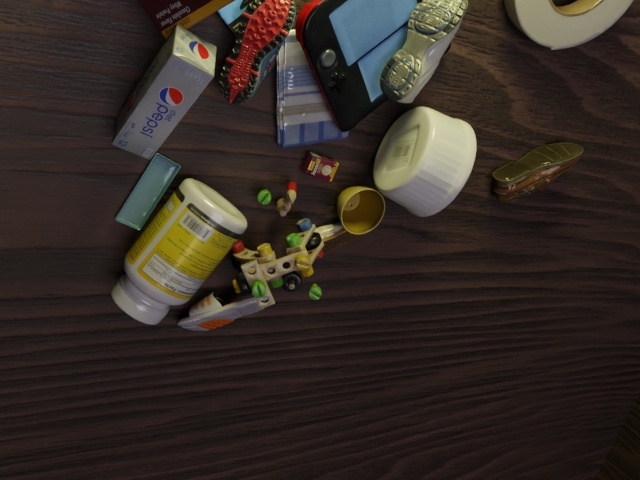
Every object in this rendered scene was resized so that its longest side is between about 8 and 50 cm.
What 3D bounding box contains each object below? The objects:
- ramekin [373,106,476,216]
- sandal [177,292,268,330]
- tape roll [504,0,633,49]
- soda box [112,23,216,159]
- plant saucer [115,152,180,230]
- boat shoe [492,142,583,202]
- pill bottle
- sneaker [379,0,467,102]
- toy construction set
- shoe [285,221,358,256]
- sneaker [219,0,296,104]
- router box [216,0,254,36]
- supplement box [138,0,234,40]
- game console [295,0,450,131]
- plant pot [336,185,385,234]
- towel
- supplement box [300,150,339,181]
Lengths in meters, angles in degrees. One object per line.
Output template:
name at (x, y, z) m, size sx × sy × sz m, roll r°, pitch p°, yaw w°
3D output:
ramekin at (0.260, -0.213, 1.452) m, size 0.135 × 0.277 × 0.277 m, roll 22°, pitch 105°, yaw -26°
sandal at (-0.261, 0.177, 1.508) m, size 0.265 × 0.076 × 0.102 m, roll -19°, pitch 152°, yaw 9°
tape roll at (0.672, -0.702, 1.452) m, size 0.392 × 0.072 × 0.392 m, roll -9°, pitch 130°, yaw -10°
soda box at (-0.325, -0.296, 1.141) m, size 0.091 × 0.098 × 0.286 m, roll 22°, pitch 136°, yaw -33°
plant saucer at (-0.413, -0.116, 1.324) m, size 0.067 × 0.018 × 0.192 m, roll 29°, pitch 102°, yaw -35°
boat shoe at (0.686, -0.216, 1.764) m, size 0.307 × 0.110 × 0.104 m, roll -20°, pitch 127°, yaw -4°
pill bottle at (-0.345, 0.032, 1.332) m, size 0.188 × 0.188 × 0.334 m, roll 35°, pitch 98°, yaw -35°
sneaker at (0.253, -0.469, 1.350) m, size 0.297 × 0.111 × 0.129 m, roll -55°, pitch 161°, yaw 13°
toy construction set at (-0.105, 0.025, 1.388) m, size 0.257 × 0.237 × 0.308 m, roll 6°, pitch 109°, yaw -5°
shoe at (0.000, 0.000, 1.571) m, size 0.219 × 0.058 × 0.076 m, roll -21°, pitch 143°, yaw -11°
sneaker at (-0.140, -0.432, 1.231) m, size 0.104 × 0.125 × 0.262 m, roll 34°, pitch 109°, yaw -7°
router box at (-0.160, -0.553, 1.195) m, size 0.179 × 0.046 × 0.133 m, roll -41°, pitch 126°, yaw 0°
supplement box at (-0.261, -0.528, 1.053) m, size 0.191 × 0.129 × 0.194 m, roll -20°, pitch 125°, yaw 23°
game console at (0.142, -0.488, 1.325) m, size 0.386 × 0.060 × 0.342 m, roll -39°, pitch 135°, yaw -7°
plant pot at (0.097, -0.097, 1.536) m, size 0.134 × 0.095 × 0.134 m, roll -12°, pitch 120°, yaw -21°
towel at (-0.016, -0.377, 1.370) m, size 0.209 × 0.034 × 0.285 m, roll -13°, pitch 123°, yaw -22°
supplement box at (-0.002, -0.196, 1.466) m, size 0.083 × 0.043 × 0.055 m, roll 12°, pitch 111°, yaw -30°
